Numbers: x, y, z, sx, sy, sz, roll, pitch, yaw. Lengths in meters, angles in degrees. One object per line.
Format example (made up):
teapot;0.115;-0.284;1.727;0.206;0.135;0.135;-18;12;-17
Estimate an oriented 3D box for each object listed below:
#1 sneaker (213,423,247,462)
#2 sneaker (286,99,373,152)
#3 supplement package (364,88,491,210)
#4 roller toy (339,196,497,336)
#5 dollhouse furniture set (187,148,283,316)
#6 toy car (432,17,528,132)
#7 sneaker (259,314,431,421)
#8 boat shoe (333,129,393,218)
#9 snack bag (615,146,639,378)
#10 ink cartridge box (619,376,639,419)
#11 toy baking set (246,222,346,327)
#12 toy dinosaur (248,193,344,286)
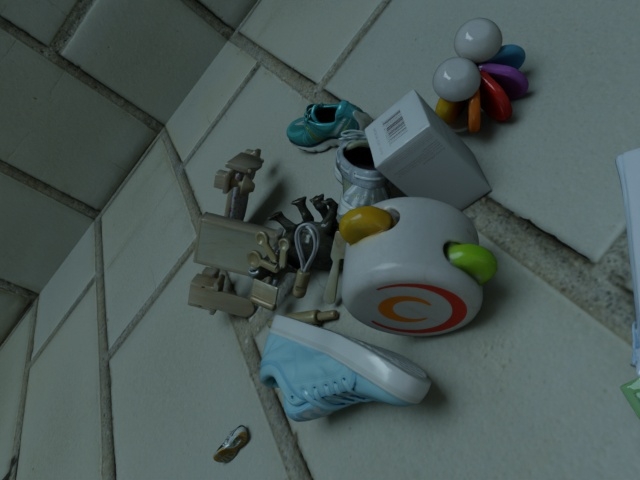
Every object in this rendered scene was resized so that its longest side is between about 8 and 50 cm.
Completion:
sneaker;-0.165;0.375;0.996;0.083;0.032;0.037;-44;22;9
sneaker;0.005;-0.277;1.245;0.275;0.110;0.107;4;66;53
supplement package;0.171;-0.129;0.859;0.105;0.179;0.105;-37;39;25
roller toy;0.126;0.035;0.766;0.209;0.191;0.146;6;56;3
dollhouse furniture set;-0.157;-0.027;1.282;0.355;0.173;0.303;-70;-6;-68
toy car;0.273;-0.262;0.900;0.136;0.159;0.182;27;82;21
sneaker;0.020;0.218;0.823;0.366;0.135;0.150;2;71;61
boat shoe;0.083;-0.138;0.970;0.320;0.118;0.103;-79;-4;-59
snack bag;0.476;-0.028;0.533;0.342;0.037;0.323;-18;50;43
ink cartridge box;0.373;0.125;0.471;0.209;0.062;0.109;-45;47;30
toy baking set;-0.046;0.070;0.987;0.256;0.197;0.030;-9;12;34
toy dinosaur;0.000;0.000;1.025;0.313;0.160;0.121;-12;18;31
